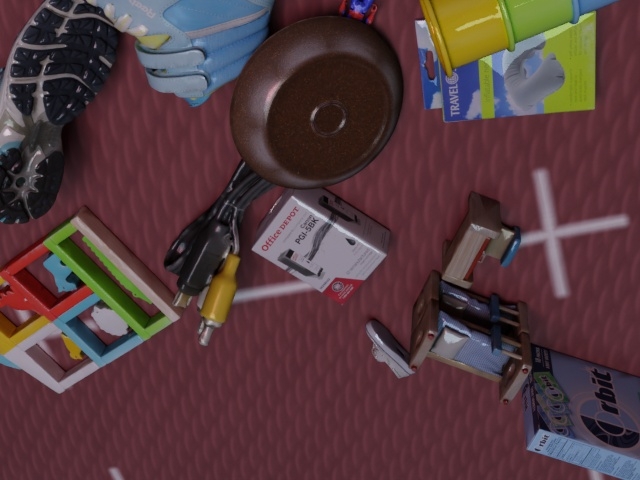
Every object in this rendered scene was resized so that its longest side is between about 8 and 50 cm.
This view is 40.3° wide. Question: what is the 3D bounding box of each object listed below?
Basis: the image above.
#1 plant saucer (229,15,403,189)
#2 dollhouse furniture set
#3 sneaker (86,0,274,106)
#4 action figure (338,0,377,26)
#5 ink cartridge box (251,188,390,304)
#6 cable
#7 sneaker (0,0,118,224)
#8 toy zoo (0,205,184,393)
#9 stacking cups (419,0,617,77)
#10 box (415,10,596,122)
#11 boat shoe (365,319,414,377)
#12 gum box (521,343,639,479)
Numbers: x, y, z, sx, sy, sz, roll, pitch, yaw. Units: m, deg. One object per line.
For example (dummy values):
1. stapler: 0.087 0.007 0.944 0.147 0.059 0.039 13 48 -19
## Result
1. plant saucer: 0.004 -0.134 0.918 0.199 0.036 0.198 -12 126 -18
2. dollhouse furniture set: 0.197 0.069 1.013 0.129 0.129 0.183 20 123 -4
3. sneaker: -0.190 -0.228 0.854 0.319 0.127 0.208 -1 126 -12
4. action figure: 0.041 -0.246 0.900 0.038 0.030 0.115 17 125 -8
5. ink cartridge box: 0.000 0.000 1.044 0.135 0.056 0.099 31 122 -11
6. cable: -0.103 -0.023 1.041 0.072 0.139 0.287 23 106 -35
7. sneaker: -0.327 -0.166 0.962 0.110 0.122 0.283 12 111 -49
8. toy zoo: -0.352 0.098 1.179 0.293 0.030 0.192 -31 113 25
9. stacking cups: 0.254 -0.245 0.808 0.316 0.096 0.096 -17 118 8
10. box: 0.192 -0.184 0.906 0.178 0.042 0.109 -4 121 11
11. boat shoe: 0.084 0.145 1.137 0.035 0.035 0.100 -32 119 22
12. gum box: 0.340 0.215 1.066 0.184 0.157 0.041 18 124 -3
